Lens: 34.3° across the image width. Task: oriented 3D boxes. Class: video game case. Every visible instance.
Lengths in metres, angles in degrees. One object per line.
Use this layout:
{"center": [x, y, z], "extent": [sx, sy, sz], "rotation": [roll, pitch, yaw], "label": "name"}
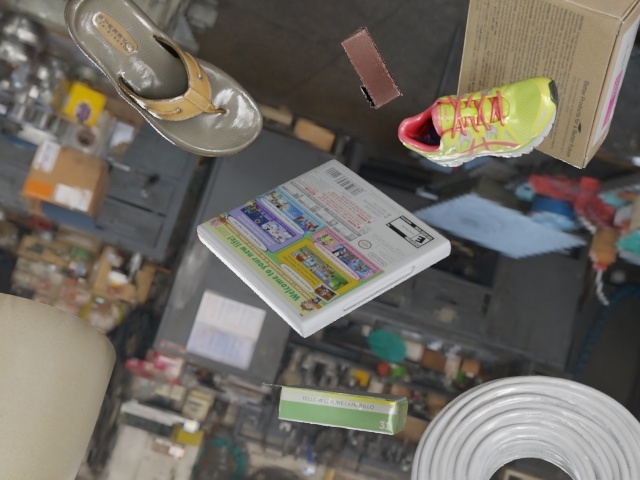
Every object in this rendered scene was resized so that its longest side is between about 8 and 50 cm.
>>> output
{"center": [0.000, 0.000, 1.127], "extent": [0.212, 0.193, 0.023], "rotation": [39, 148, 42], "label": "video game case"}

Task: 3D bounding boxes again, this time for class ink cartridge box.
{"center": [0.278, -0.230, 1.285], "extent": [0.193, 0.088, 0.235], "rotation": [27, 143, 21], "label": "ink cartridge box"}
{"center": [0.024, 0.235, 1.453], "extent": [0.171, 0.056, 0.235], "rotation": [5, 175, 12], "label": "ink cartridge box"}

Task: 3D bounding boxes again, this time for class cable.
{"center": [0.216, 0.258, 1.040], "extent": [0.257, 0.257, 0.089], "rotation": [13, 146, 21], "label": "cable"}

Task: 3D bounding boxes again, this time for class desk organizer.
{"center": [0.082, -0.290, 1.749], "extent": [0.130, 0.050, 0.047], "rotation": [60, 176, -15], "label": "desk organizer"}

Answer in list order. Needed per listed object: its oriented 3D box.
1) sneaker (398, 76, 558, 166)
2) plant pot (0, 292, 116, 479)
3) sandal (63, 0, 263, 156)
{"center": [0.173, -0.133, 1.169], "extent": [0.094, 0.081, 0.208], "rotation": [10, 159, -39], "label": "sneaker"}
{"center": [-0.352, 0.225, 1.025], "extent": [0.256, 0.274, 0.256], "rotation": [3, 151, 1], "label": "plant pot"}
{"center": [-0.145, -0.157, 0.979], "extent": [0.219, 0.090, 0.060], "rotation": [44, 176, -22], "label": "sandal"}
